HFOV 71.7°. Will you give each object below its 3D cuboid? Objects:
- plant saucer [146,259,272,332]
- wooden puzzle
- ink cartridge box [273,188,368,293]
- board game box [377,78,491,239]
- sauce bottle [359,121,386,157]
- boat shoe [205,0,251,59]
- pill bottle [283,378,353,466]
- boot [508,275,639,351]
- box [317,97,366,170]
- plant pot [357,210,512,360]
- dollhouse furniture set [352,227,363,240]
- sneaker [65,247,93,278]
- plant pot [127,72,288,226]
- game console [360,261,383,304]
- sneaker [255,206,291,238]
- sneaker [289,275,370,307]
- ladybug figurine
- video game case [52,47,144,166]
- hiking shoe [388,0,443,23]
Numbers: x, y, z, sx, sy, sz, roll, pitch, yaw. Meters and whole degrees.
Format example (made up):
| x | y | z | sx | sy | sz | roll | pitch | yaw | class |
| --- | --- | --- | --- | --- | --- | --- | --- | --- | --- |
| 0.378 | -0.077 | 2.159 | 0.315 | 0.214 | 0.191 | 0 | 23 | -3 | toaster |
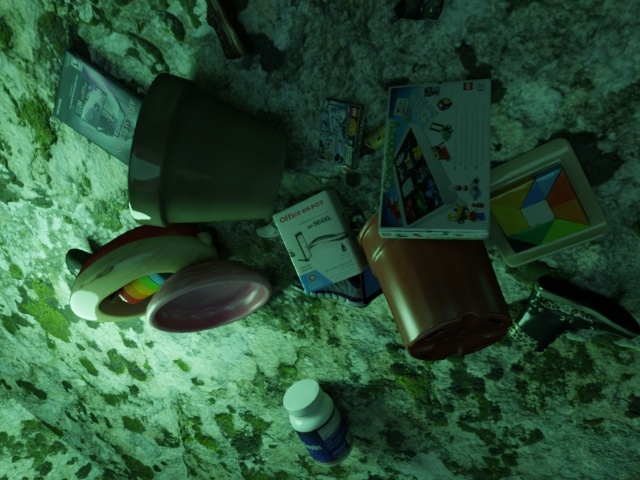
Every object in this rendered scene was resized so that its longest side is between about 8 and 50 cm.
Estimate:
| x | y | z | sx | sy | sz | roll | pitch | yaw | class |
| --- | --- | --- | --- | --- | --- | --- | --- | --- | --- |
| -0.301 | 0.150 | 1.207 | 0.333 | 0.084 | 0.332 | -17 | 153 | -9 | plant saucer |
| 0.453 | -0.066 | 0.938 | 0.221 | 0.044 | 0.238 | -26 | 110 | 30 | wooden puzzle |
| 0.000 | 0.000 | 1.032 | 0.148 | 0.086 | 0.202 | -24 | 91 | 19 | ink cartridge box |
| 0.217 | -0.153 | 0.834 | 0.193 | 0.304 | 0.053 | 2 | 165 | 18 | board game box |
| 0.116 | -0.213 | 0.957 | 0.128 | 0.042 | 0.042 | -32 | 107 | 32 | sauce bottle |
| -0.207 | -0.455 | 0.899 | 0.060 | 0.064 | 0.177 | -14 | 118 | 23 | boat shoe |
| -0.008 | 0.587 | 1.434 | 0.153 | 0.153 | 0.264 | -15 | 115 | 26 | pill bottle |
| 0.582 | 0.199 | 1.039 | 0.237 | 0.085 | 0.178 | 25 | 128 | 10 | boot |
| 0.044 | -0.229 | 0.956 | 0.094 | 0.027 | 0.136 | 23 | 122 | 28 | box |
| 0.239 | 0.084 | 0.904 | 0.273 | 0.264 | 0.272 | -8 | 144 | -6 | plant pot |
| 0.037 | 0.009 | 1.113 | 0.152 | 0.058 | 0.076 | 2 | 122 | 17 | dollhouse furniture set |
| -0.646 | 0.098 | 1.381 | 0.287 | 0.109 | 0.130 | 33 | 116 | -12 | sneaker |
| -0.224 | -0.166 | 0.964 | 0.281 | 0.323 | 0.322 | 12 | 125 | -8 | plant pot |
| 0.169 | 0.087 | 1.102 | 0.124 | 0.085 | 0.143 | 2 | 122 | 19 | game console |
| -0.092 | -0.049 | 1.130 | 0.162 | 0.057 | 0.075 | -3 | 103 | 22 | sneaker |
| 0.032 | 0.104 | 1.179 | 0.224 | 0.083 | 0.098 | 13 | 103 | 6 | sneaker |
| -0.480 | 0.076 | 1.216 | 0.450 | 0.161 | 0.305 | -27 | 153 | 14 | ladybug figurine |
| -0.536 | -0.316 | 1.119 | 0.274 | 0.026 | 0.196 | 35 | 125 | -4 | video game case |
| 0.150 | -0.489 | 0.746 | 0.114 | 0.086 | 0.226 | -2 | 121 | 15 | hiking shoe |
